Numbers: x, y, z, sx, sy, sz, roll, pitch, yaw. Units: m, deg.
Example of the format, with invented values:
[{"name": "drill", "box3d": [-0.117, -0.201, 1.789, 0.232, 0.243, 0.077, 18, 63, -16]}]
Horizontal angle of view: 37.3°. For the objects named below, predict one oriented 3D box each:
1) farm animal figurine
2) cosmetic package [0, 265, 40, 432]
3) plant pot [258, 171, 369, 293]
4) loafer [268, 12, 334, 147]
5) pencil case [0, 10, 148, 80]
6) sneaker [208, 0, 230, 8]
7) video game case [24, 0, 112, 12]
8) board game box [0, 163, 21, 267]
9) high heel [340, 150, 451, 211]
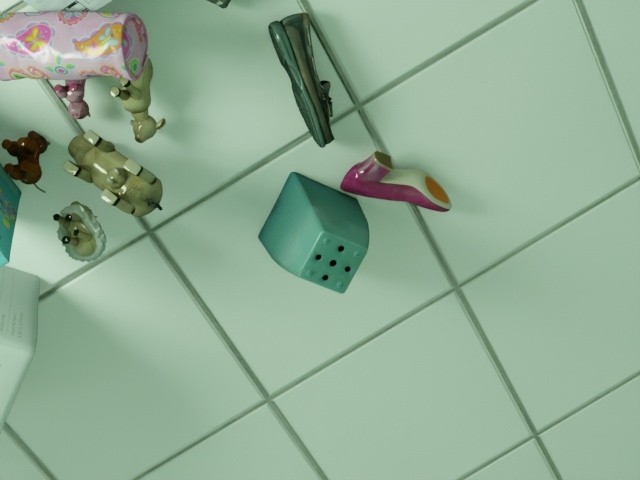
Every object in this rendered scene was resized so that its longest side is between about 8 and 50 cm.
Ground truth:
[{"name": "farm animal figurine", "box3d": [-0.397, -0.168, 1.763, 0.330, 0.172, 0.327, -38, 75, 4]}, {"name": "cosmetic package", "box3d": [-0.766, 0.207, 1.755, 0.393, 0.327, 0.330, 21, 106, -22]}, {"name": "plant pot", "box3d": [0.000, 0.000, 1.905, 0.165, 0.234, 0.166, 22, 106, -22]}, {"name": "loafer", "box3d": [-0.015, -0.312, 1.847, 0.084, 0.096, 0.268, -27, 115, -8]}, {"name": "pencil case", "box3d": [-0.446, -0.337, 1.653, 0.284, 0.124, 0.124, 1, 115, 12]}, {"name": "sneaker", "box3d": [-0.207, -0.475, 1.734, 0.234, 0.078, 0.106, -10, 113, -12]}, {"name": "video game case", "box3d": [-0.435, -0.487, 1.569, 0.269, 0.061, 0.244, -18, 144, 37]}, {"name": "board game box", "box3d": [-0.635, -0.107, 1.644, 0.079, 0.336, 0.254, -30, 116, 1]}, {"name": "high heel", "box3d": [0.162, -0.100, 2.005, 0.244, 0.082, 0.117, 22, 135, -34]}]
